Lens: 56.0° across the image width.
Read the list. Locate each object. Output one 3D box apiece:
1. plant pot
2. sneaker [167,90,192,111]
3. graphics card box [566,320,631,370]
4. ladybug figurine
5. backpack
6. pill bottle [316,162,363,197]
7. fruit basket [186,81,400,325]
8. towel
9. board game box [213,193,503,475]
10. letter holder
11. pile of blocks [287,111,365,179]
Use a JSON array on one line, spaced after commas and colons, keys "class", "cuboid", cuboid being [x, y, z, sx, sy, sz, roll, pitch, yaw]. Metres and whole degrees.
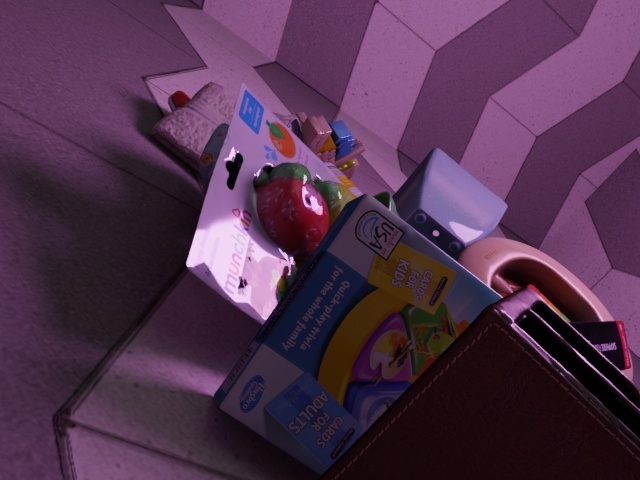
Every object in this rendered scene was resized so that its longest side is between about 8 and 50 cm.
[{"class": "plant pot", "cuboid": [0.283, -0.035, 1.497, 0.248, 0.247, 0.252, 39, 32, 0]}, {"class": "sneaker", "cuboid": [-0.178, -0.230, 1.236, 0.279, 0.118, 0.107, 34, 17, -17]}, {"class": "graphics card box", "cuboid": [0.331, 0.187, 0.987, 0.371, 0.232, 0.094, 9, 72, -48]}, {"class": "ladybug figurine", "cuboid": [0.466, 0.194, 1.313, 0.305, 0.162, 0.449, -27, 66, -27]}, {"class": "backpack", "cuboid": [-0.102, -0.116, 0.957, 0.144, 0.166, 0.188, 18, 55, 15]}, {"class": "pill bottle", "cuboid": [0.048, -0.058, 1.268, 0.208, 0.117, 0.117, 48, 20, 25]}, {"class": "fruit basket", "cuboid": [0.000, 0.000, 0.787, 0.353, 0.165, 0.327, 48, 35, -36]}, {"class": "towel", "cuboid": [-0.152, -0.166, 1.119, 0.282, 0.049, 0.187, 38, 50, -1]}, {"class": "board game box", "cuboid": [0.101, 0.153, 0.634, 0.336, 0.254, 0.079, 36, -12, -8]}, {"class": "letter holder", "cuboid": [0.110, 0.217, 0.423, 0.214, 0.302, 0.152, 46, 19, 19]}, {"class": "pile of blocks", "cuboid": [0.006, -0.221, 1.333, 0.113, 0.149, 0.362, 58, -1, 13]}]
